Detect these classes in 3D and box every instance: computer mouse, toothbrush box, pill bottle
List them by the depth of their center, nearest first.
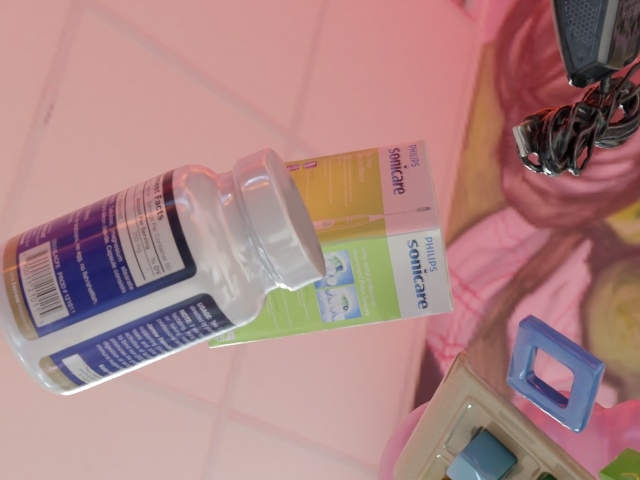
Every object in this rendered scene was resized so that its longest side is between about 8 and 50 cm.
[{"bbox_3d":[0.199,-0.191,0.839,0.188,0.072,0.272,-24,-53,-51],"label":"computer mouse"},{"bbox_3d":[-0.140,0.024,1.016,0.153,0.265,0.153,-21,-90,-82],"label":"pill bottle"},{"bbox_3d":[0.000,0.000,1.342,0.206,0.283,0.122,-92,-10,-58],"label":"toothbrush box"}]

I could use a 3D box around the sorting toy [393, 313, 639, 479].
[{"bbox_3d":[0.131,0.201,0.831,0.047,0.196,0.347,-29,-26,-33],"label":"sorting toy"}]

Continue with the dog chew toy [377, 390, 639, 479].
[{"bbox_3d":[0.232,0.246,1.187,0.206,0.332,0.206,-14,-90,-71],"label":"dog chew toy"}]
